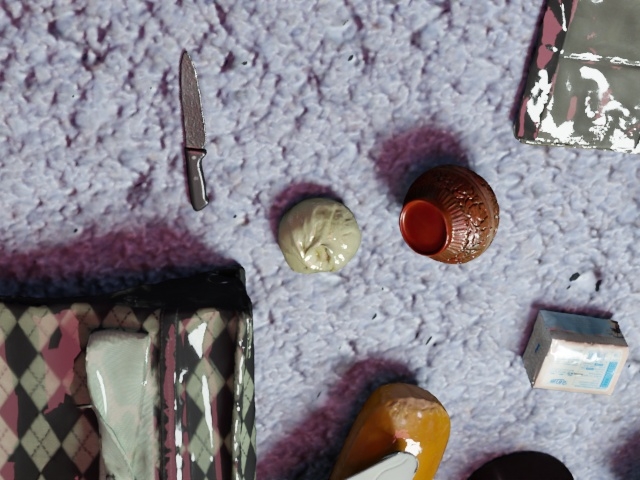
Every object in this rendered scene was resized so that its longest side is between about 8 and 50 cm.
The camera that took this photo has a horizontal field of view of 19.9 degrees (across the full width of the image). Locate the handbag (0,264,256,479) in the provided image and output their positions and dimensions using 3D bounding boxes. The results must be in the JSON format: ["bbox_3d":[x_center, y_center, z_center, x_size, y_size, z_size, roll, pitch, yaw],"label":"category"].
[{"bbox_3d":[-0.270,0.173,1.796,0.416,0.180,0.316,-1,113,-6],"label":"handbag"}]

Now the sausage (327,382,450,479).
[{"bbox_3d":[0.056,0.272,1.958,0.105,0.105,0.274,12,117,-19],"label":"sausage"}]

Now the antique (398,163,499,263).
[{"bbox_3d":[0.129,-0.025,1.797,0.104,0.104,0.104,-6,122,-9],"label":"antique"}]

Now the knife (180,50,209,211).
[{"bbox_3d":[-0.120,-0.103,1.745,0.023,0.010,0.170,-8,120,-7],"label":"knife"}]

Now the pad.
[{"bbox_3d":[0.289,-0.193,1.778,0.174,0.022,0.233,3,118,-13],"label":"pad"}]

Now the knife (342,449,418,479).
[{"bbox_3d":[-0.030,0.307,1.929,0.336,0.043,0.081,-25,108,26],"label":"knife"}]

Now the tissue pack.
[{"bbox_3d":[0.271,0.121,1.938,0.094,0.058,0.074,7,121,-16],"label":"tissue pack"}]

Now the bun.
[{"bbox_3d":[0.000,0.000,1.807,0.086,0.055,0.086,-5,121,-9],"label":"bun"}]

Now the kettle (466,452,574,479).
[{"bbox_3d":[0.234,0.374,1.980,0.144,0.232,0.202,7,119,-16],"label":"kettle"}]
